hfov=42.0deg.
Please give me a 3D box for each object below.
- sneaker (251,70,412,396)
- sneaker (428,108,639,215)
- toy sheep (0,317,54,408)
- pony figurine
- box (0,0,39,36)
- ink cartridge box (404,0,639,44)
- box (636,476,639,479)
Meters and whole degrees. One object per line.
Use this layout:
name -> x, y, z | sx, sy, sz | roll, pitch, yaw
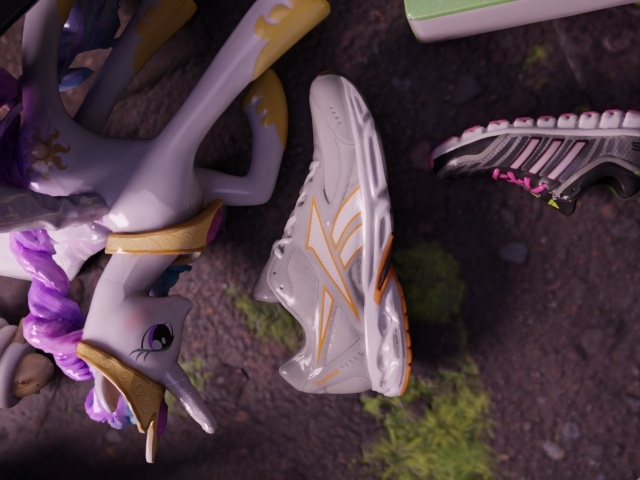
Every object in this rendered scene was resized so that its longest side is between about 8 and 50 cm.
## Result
sneaker -> 0.000, 0.000, 0.658 | 0.121, 0.099, 0.263 | -7, 91, 3
sneaker -> 0.170, -0.054, 0.642 | 0.170, 0.063, 0.075 | -6, 86, 8
toy sheep -> -0.303, 0.106, 0.747 | 0.132, 0.091, 0.091 | 12, 96, 6
pony figurine -> -0.196, -0.050, 0.643 | 0.351, 0.303, 0.364 | 18, 82, 2
box -> -0.331, -0.264, 0.538 | 0.395, 0.212, 0.293 | 11, 54, 33
ink cartridge box -> 0.143, -0.304, 0.607 | 0.198, 0.115, 0.273 | -9, 91, 13
box -> 0.364, 0.200, 0.562 | 0.215, 0.168, 0.345 | 40, 101, 8
